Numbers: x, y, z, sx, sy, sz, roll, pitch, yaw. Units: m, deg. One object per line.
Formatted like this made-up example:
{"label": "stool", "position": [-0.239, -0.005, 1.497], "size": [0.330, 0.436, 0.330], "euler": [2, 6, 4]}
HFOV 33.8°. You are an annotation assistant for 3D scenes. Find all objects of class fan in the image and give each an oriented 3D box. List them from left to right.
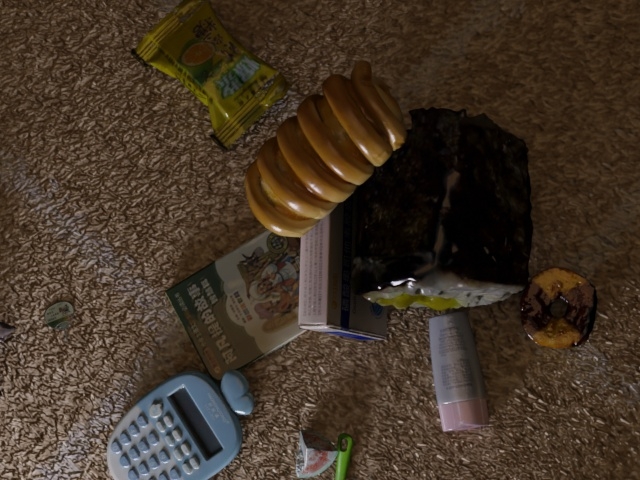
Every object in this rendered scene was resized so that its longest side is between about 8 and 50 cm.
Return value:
{"label": "fan", "position": [-0.483, 0.147, 1.984], "size": [0.080, 0.003, 0.060], "euler": [40, 89, 16]}

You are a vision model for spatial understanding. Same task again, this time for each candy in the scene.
{"label": "candy", "position": [-0.211, -0.327, 1.993], "size": [0.187, 0.081, 0.297], "euler": [-45, 74, -3]}

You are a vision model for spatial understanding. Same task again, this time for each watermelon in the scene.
{"label": "watermelon", "position": [-0.019, 0.371, 1.818], "size": [0.085, 0.061, 0.085], "euler": [-9, 62, 17]}

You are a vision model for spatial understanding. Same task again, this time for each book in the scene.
{"label": "book", "position": [-0.125, 0.110, 1.912], "size": [0.264, 0.027, 0.202], "euler": [-31, 76, 3]}

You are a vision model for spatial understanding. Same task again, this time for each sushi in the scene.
{"label": "sushi", "position": [0.204, -0.036, 1.739], "size": [0.281, 0.299, 0.294], "euler": [-9, 73, 31]}

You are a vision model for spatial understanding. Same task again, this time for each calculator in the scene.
{"label": "calculator", "position": [-0.245, 0.340, 1.868], "size": [0.302, 0.042, 0.188], "euler": [-34, 79, 6]}

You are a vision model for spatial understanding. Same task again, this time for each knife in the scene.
{"label": "knife", "position": [0.027, 0.416, 1.821], "size": [0.078, 0.022, 0.166], "euler": [7, 79, 26]}

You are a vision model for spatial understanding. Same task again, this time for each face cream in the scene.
{"label": "face cream", "position": [0.235, 0.225, 1.806], "size": [0.084, 0.057, 0.198], "euler": [-9, 79, 10]}

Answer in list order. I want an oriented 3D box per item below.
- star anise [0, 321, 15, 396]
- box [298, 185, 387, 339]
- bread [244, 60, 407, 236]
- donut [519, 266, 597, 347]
{"label": "star anise", "position": [-0.689, 0.200, 1.959], "size": [0.257, 0.110, 0.198], "euler": [4, 79, 18]}
{"label": "box", "position": [0.044, -0.008, 1.813], "size": [0.065, 0.200, 0.343], "euler": [-6, 76, 33]}
{"label": "bread", "position": [-0.005, -0.134, 1.676], "size": [0.311, 0.121, 0.173], "euler": [-44, 57, 25]}
{"label": "donut", "position": [0.406, 0.119, 1.794], "size": [0.140, 0.059, 0.140], "euler": [-2, 79, 10]}
